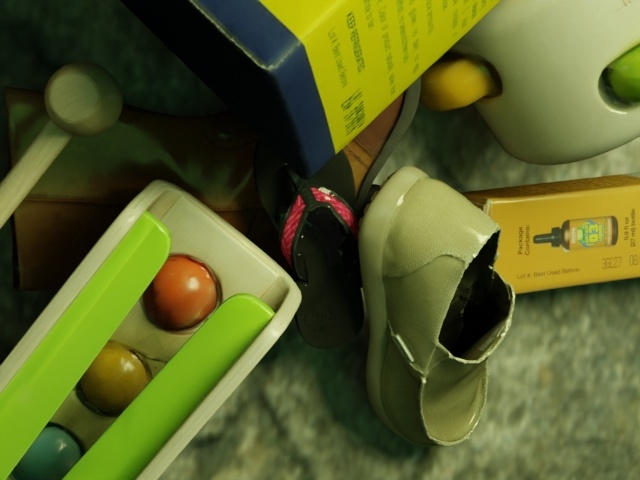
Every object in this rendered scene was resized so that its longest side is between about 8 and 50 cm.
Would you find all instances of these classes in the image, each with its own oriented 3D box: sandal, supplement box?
[{"bbox_3d":[0.000,0.000,0.925,0.067,0.040,0.179,-16,115,-6],"label":"sandal"},{"bbox_3d":[0.045,-0.244,0.810,0.356,0.194,0.195,-43,75,-7],"label":"supplement box"},{"bbox_3d":[0.220,-0.010,1.062,0.233,0.080,0.078,-6,101,-20],"label":"supplement box"}]

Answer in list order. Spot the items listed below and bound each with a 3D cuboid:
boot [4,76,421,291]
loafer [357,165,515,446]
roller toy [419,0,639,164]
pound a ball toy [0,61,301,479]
[{"bbox_3d":[-0.080,-0.091,0.943,0.280,0.096,0.264,2,112,-15],"label":"boot"},{"bbox_3d":[0.090,0.068,0.970,0.102,0.092,0.268,-47,143,-28],"label":"loafer"},{"bbox_3d":[0.181,-0.162,0.959,0.146,0.209,0.191,54,40,-20],"label":"roller toy"},{"bbox_3d":[-0.162,0.060,0.884,0.208,0.136,0.319,38,103,-3],"label":"pound a ball toy"}]
